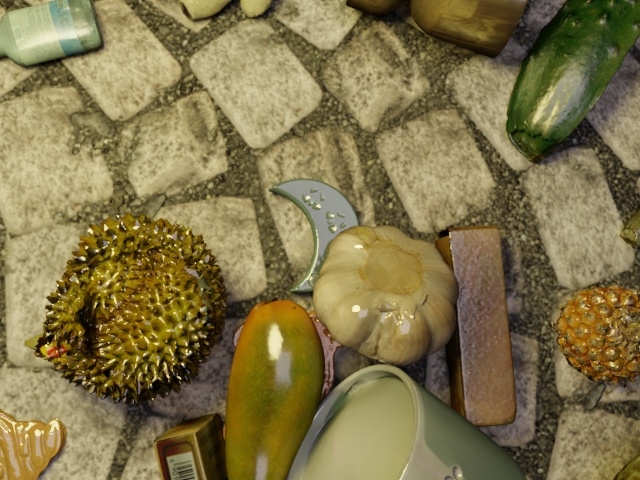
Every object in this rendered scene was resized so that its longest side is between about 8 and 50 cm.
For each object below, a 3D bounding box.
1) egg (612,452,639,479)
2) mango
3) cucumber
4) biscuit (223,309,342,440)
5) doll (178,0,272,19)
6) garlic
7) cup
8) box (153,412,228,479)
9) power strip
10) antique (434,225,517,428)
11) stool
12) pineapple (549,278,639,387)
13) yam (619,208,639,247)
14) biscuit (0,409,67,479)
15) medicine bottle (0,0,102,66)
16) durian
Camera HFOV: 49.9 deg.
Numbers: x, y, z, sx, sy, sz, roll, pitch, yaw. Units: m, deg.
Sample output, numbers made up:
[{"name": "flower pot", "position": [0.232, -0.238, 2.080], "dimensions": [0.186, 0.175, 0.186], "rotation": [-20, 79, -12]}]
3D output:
[{"name": "egg", "position": [0.546, 0.423, 1.014], "dimensions": [0.238, 0.238, 0.289], "rotation": [44, 68, 1]}, {"name": "mango", "position": [-0.073, 0.227, 0.984], "dimensions": [0.129, 0.146, 0.288], "rotation": [17, 90, -42]}, {"name": "cucumber", "position": [0.422, -0.291, 1.152], "dimensions": [0.145, 0.105, 0.325], "rotation": [34, 85, -1]}, {"name": "biscuit", "position": [-0.049, 0.274, 1.073], "dimensions": [0.206, 0.049, 0.323], "rotation": [-5, 84, -4]}, {"name": "doll", "position": [-0.128, -0.480, 1.128], "dimensions": [0.278, 0.175, 0.149], "rotation": [-26, 48, 1]}, {"name": "garlic", "position": [0.097, 0.084, 1.019], "dimensions": [0.228, 0.152, 0.227], "rotation": [10, 50, -12]}, {"name": "cup", "position": [0.102, 0.390, 0.959], "dimensions": [0.275, 0.259, 0.356], "rotation": [37, 96, -20]}, {"name": "box", "position": [-0.164, 0.384, 0.998], "dimensions": [0.071, 0.159, 0.240], "rotation": [-15, 86, 1]}, {"name": "power strip", "position": [0.000, 0.000, 1.110], "dimensions": [0.137, 0.044, 0.215], "rotation": [-13, 85, -7]}, {"name": "antique", "position": [0.243, 0.135, 1.089], "dimensions": [0.088, 0.093, 0.309], "rotation": [-4, 84, -6]}, {"name": "stool", "position": [0.194, -0.422, 1.106], "dimensions": [0.264, 0.179, 0.179], "rotation": [19, 82, -3]}, {"name": "pineapple", "position": [0.478, 0.149, 1.086], "dimensions": [0.161, 0.137, 0.176], "rotation": [-43, 88, -8]}, {"name": "yam", "position": [0.549, -0.032, 1.161], "dimensions": [0.043, 0.043, 0.094], "rotation": [45, 81, 1]}, {"name": "biscuit", "position": [-0.507, 0.342, 1.039], "dimensions": [0.250, 0.035, 0.162], "rotation": [-28, 82, -6]}, {"name": "medicine bottle", "position": [-0.462, -0.329, 1.103], "dimensions": [0.209, 0.054, 0.090], "rotation": [-16, 87, -5]}, {"name": "durian", "position": [-0.266, 0.103, 0.990], "dimensions": [0.258, 0.258, 0.292], "rotation": [33, 92, -1]}]
